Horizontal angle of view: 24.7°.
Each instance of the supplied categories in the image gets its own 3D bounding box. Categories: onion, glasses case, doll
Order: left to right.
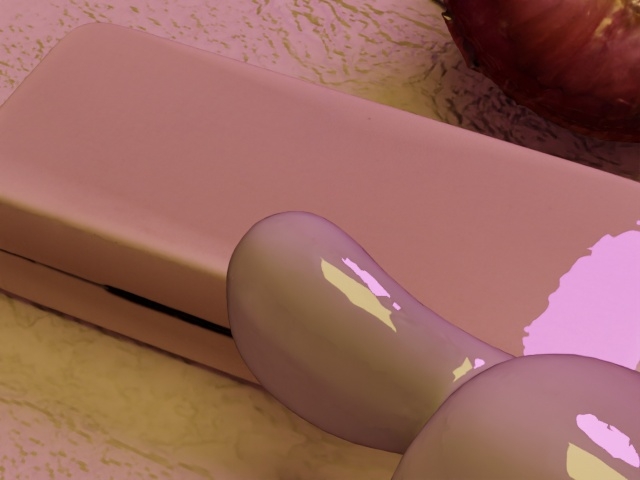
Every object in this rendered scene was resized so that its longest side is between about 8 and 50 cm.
[{"bbox_3d":[0.000,0.000,0.704,0.336,0.076,0.144,19,49,15],"label":"glasses case"},{"bbox_3d":[0.078,0.181,0.465,0.376,0.187,0.365,17,40,18],"label":"doll"},{"bbox_3d":[0.160,-0.167,0.794,0.230,0.230,0.163,-3,7,-4],"label":"onion"}]

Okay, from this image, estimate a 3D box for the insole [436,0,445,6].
[{"bbox_3d":[0.116,-0.143,0.883,0.081,0.011,0.248,-32,56,-27],"label":"insole"}]
